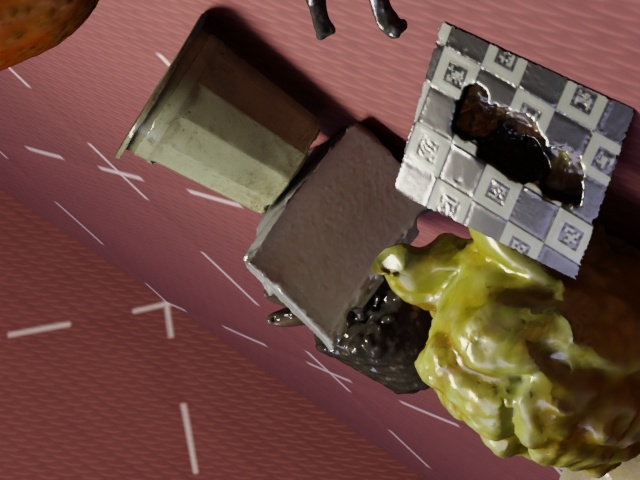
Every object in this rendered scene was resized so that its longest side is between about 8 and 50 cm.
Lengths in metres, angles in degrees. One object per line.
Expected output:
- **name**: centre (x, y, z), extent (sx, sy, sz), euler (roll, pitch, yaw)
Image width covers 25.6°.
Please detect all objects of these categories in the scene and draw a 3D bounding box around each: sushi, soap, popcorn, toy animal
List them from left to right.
- **soap**: centre (0.000, 0.000, 1.794), extent (0.159, 0.258, 0.302), euler (36, 166, -7)
- **toy animal**: centre (0.009, -0.263, 1.296), extent (0.148, 0.084, 0.232), euler (44, 167, -24)
- **sushi**: centre (0.195, -0.093, 1.388), extent (0.215, 0.050, 0.192), euler (29, 123, 24)
- **popcorn**: centre (0.241, 0.108, 1.514), extent (0.335, 0.279, 0.274), euler (3, 145, -22)

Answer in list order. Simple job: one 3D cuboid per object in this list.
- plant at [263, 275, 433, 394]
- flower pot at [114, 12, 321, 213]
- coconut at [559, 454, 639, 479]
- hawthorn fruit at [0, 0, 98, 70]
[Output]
- **plant**: centre (0.060, 0.086, 2.124), extent (0.320, 0.194, 0.181), euler (38, 154, -25)
- **flower pot**: centre (-0.123, -0.142, 1.760), extent (0.202, 0.212, 0.212), euler (33, 167, -13)
- **coconut**: centre (0.448, 0.335, 1.799), extent (0.328, 0.329, 0.329), euler (33, 165, 10)
- **hawthorn fruit**: centre (-0.415, -0.328, 1.468), extent (0.402, 0.403, 0.403), euler (33, 165, 10)
